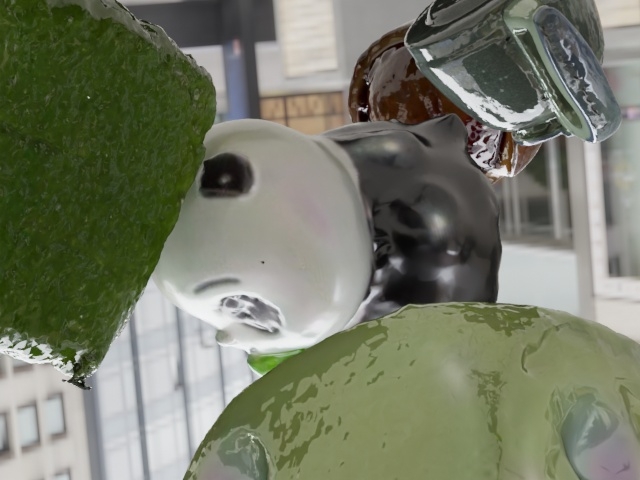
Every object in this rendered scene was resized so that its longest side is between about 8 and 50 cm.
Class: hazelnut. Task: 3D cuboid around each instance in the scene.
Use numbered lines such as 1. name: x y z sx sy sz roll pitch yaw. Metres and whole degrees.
1. hazelnut: 0.128 -0.138 1.331 0.160 0.170 0.202 -47 -166 -19

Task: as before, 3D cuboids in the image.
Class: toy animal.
1. toy animal: -0.001 0.010 1.103 0.267 0.212 0.212 -4 -176 -24

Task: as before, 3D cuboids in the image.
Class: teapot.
1. teapot: 0.130 -0.113 0.824 0.111 0.108 0.149 -47 -159 -27

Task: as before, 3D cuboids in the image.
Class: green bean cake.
1. green bean cake: -0.212 -0.055 0.917 0.156 0.246 0.250 20 178 33

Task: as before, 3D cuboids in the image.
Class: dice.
1. dice: 0.075 0.197 0.705 0.254 0.249 0.252 -28 135 36
